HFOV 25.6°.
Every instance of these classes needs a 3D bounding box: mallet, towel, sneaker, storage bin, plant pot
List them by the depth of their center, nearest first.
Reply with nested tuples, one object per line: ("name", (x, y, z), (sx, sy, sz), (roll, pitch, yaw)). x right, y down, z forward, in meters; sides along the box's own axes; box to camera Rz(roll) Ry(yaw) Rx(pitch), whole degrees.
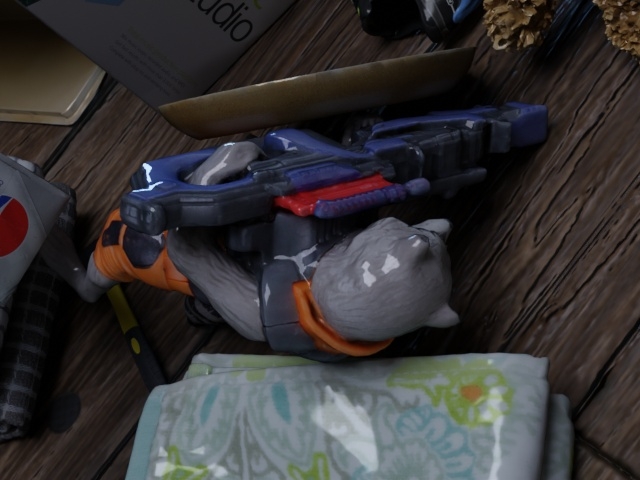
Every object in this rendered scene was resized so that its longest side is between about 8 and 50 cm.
("towel", (-0.014, 0.247, 0.893), (0.320, 0.090, 0.374), (-5, 61, 36))
("plant pot", (0.000, -0.105, 1.033), (0.236, 0.236, 0.032), (-8, 97, 33))
("sneaker", (0.044, -0.208, 1.139), (0.188, 0.067, 0.078), (28, 76, 40))
("mallet", (-0.162, 0.075, 1.147), (0.062, 0.039, 0.190), (-34, 52, 14))
("towel", (-0.354, 0.063, 1.241), (0.283, 0.121, 0.235), (-9, 61, 31))
("storage bin", (-0.363, -0.230, 1.324), (0.260, 0.262, 0.123), (8, 66, 40))

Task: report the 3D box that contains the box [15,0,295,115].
("box", (-0.087, -0.272, 1.162), (0.322, 0.232, 0.058), (-45, 51, 6))

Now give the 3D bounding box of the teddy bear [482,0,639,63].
("teddy bear", (0.234, -0.213, 0.992), (0.338, 0.113, 0.245), (33, 92, 36))

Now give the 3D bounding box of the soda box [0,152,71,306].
("soda box", (-0.308, -0.039, 1.086), (0.286, 0.091, 0.098), (18, 76, 53))

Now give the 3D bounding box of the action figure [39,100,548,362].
("action figure", (0.000, 0.000, 0.980), (0.330, 0.341, 0.178), (17, 115, 59))
